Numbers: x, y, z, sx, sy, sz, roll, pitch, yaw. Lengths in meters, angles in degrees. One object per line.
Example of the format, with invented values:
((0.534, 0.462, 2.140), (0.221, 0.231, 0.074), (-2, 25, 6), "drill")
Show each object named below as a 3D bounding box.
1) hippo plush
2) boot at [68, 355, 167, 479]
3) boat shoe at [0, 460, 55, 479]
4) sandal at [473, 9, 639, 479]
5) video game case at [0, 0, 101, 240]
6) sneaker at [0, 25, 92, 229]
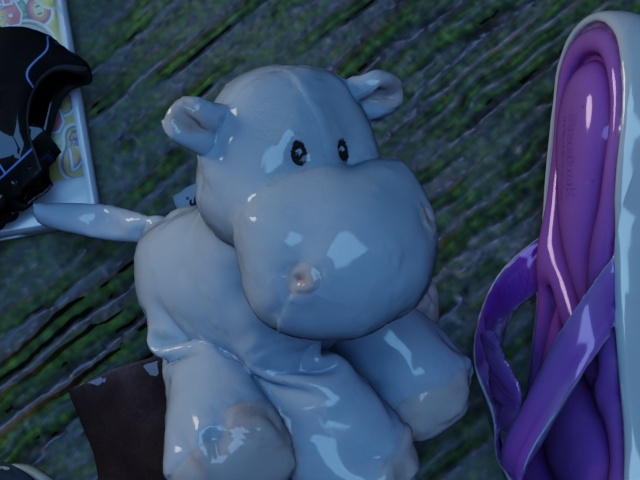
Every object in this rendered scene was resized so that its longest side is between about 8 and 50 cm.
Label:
((0.000, 0.000, 1.137), (0.234, 0.236, 0.294), (-8, 52, -30), "hippo plush")
((-0.028, 0.159, 1.211), (0.248, 0.090, 0.206), (-14, 82, 1), "boot")
((-0.144, 0.229, 1.150), (0.254, 0.079, 0.095), (45, 106, 22), "boat shoe")
((0.144, 0.058, 1.182), (0.102, 0.169, 0.416), (8, 80, -15), "sandal")
((-0.270, -0.105, 1.292), (0.206, 0.026, 0.227), (-10, 80, -2), "video game case")
((-0.230, -0.035, 1.226), (0.090, 0.081, 0.232), (19, 80, 10), "sneaker")
